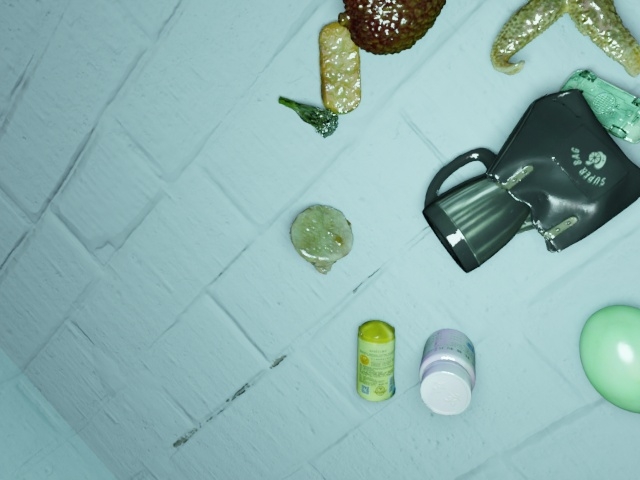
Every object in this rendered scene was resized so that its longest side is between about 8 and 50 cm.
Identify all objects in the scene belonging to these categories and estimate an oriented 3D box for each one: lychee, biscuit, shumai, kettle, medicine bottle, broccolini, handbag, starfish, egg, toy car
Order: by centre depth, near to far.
[{"bbox_3d":[0.617,-0.531,1.065,0.432,0.082,0.324,0,90,17],"label":"starfish"},{"bbox_3d":[0.565,-0.154,1.093,0.288,0.152,0.342,-44,93,-7],"label":"handbag"},{"bbox_3d":[0.681,-0.318,1.117,0.224,0.076,0.090,43,111,24],"label":"toy car"},{"bbox_3d":[0.172,-0.577,1.143,0.271,0.236,0.236,-12,100,0],"label":"lychee"},{"bbox_3d":[0.772,0.293,1.165,0.220,0.220,0.269,-27,82,22],"label":"egg"},{"bbox_3d":[0.425,-0.082,1.221,0.271,0.251,0.207,-34,126,8],"label":"kettle"},{"bbox_3d":[0.353,0.359,1.298,0.152,0.254,0.152,4,104,16],"label":"medicine bottle"},{"bbox_3d":[0.054,-0.478,1.306,0.118,0.029,0.247,0,103,11],"label":"biscuit"},{"bbox_3d":[-0.031,-0.375,1.351,0.202,0.091,0.068,40,69,17],"label":"broccolini"},{"bbox_3d":[0.000,0.000,1.403,0.201,0.201,0.120,41,153,4],"label":"shumai"},{"bbox_3d":[0.170,0.362,1.433,0.124,0.124,0.239,3,104,17],"label":"medicine bottle"}]
